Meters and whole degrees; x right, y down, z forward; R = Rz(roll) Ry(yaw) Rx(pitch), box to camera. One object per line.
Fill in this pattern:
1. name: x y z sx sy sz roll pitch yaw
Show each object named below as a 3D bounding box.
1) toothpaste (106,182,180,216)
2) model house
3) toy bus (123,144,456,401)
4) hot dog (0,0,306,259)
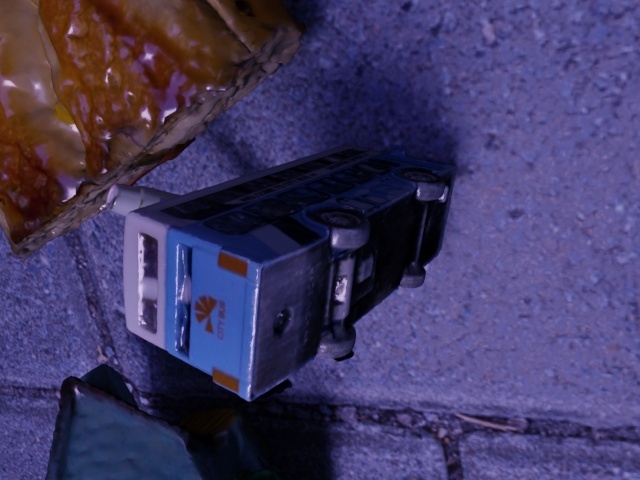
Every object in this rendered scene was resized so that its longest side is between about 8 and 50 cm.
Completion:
1. toothpaste: -0.090 -0.013 0.588 0.052 0.218 0.033 -53 39 28
2. model house: -0.159 0.268 0.712 0.248 0.230 0.280 54 168 34
3. toy bus: 0.000 0.000 0.479 0.131 0.297 0.106 17 114 25
4. hot dog: -0.245 -0.226 0.575 0.367 0.196 0.365 -30 96 24
